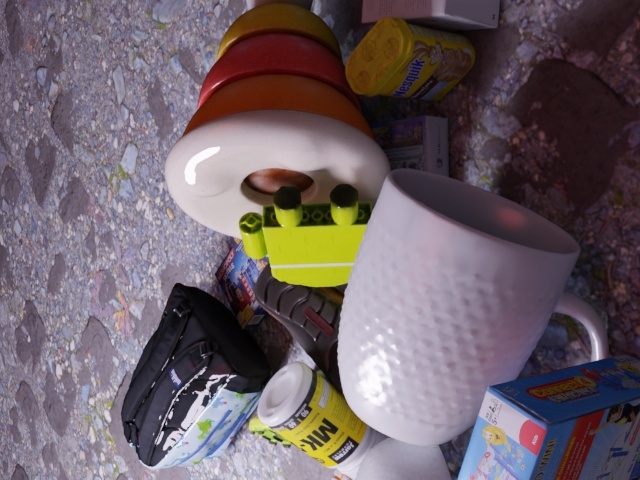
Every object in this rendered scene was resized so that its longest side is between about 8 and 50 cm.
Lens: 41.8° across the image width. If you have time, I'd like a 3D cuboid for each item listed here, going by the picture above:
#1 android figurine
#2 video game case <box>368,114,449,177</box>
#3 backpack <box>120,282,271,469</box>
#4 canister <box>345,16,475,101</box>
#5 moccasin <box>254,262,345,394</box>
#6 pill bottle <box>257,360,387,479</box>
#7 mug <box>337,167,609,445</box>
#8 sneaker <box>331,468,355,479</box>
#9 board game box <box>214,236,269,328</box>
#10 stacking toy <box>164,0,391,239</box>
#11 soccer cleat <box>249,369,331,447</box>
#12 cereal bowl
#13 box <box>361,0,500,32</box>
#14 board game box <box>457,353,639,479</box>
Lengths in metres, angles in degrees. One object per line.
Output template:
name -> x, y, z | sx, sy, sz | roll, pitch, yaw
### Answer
android figurine -> 0.000, 0.000, 1.318 | 0.273, 0.248, 0.056 | 80, -172, -62
video game case -> 0.100, -0.072, 1.413 | 0.269, 0.061, 0.245 | -1, 92, 49
backpack -> -0.269, 0.315, 1.737 | 0.356, 0.273, 0.290 | -51, 55, 10
canister -> 0.140, -0.271, 1.277 | 0.126, 0.169, 0.073 | -45, 59, 40
moccasin -> 0.040, 0.167, 1.444 | 0.380, 0.147, 0.139 | 31, 100, 40
pill bottle -> 0.008, 0.304, 1.399 | 0.119, 0.208, 0.119 | -41, 24, 22
mug -> 0.209, 0.122, 1.162 | 0.373, 0.276, 0.328 | 23, 108, 9
sneaker -> 0.060, 0.457, 1.474 | 0.215, 0.083, 0.084 | -65, 19, 4
board game box -> -0.133, 0.042, 1.687 | 0.194, 0.060, 0.194 | -53, 53, 36
stacking toy -> -0.066, -0.265, 1.389 | 0.350, 0.350, 0.480 | -32, 49, 45
soccer cleat -> -0.039, 0.312, 1.591 | 0.289, 0.093, 0.121 | -36, 35, 48
cereal bowl -> 0.113, 0.457, 1.238 | 0.339, 0.141, 0.339 | 176, 90, -84
box -> 0.167, -0.371, 1.272 | 0.170, 0.130, 0.091 | 10, 98, 48
board game box -> 0.287, 0.309, 1.034 | 0.086, 0.301, 0.309 | 31, 114, 44
